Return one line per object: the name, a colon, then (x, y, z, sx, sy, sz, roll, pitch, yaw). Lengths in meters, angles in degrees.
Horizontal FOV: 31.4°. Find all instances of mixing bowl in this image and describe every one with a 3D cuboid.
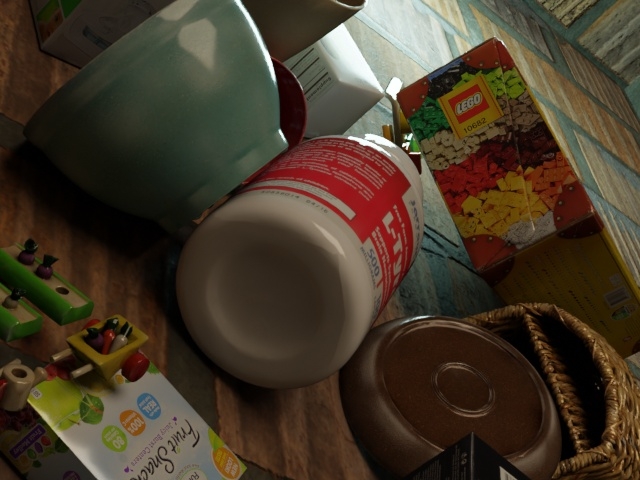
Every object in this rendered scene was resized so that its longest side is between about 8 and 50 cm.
mixing bowl: (-0.120, -0.177, 1.573, 0.181, 0.181, 0.098, 34, 2, -28)

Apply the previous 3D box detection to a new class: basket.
basket: (0.316, 0.225, 1.626, 0.223, 0.213, 0.299, 31, 32, -34)

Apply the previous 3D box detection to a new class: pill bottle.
pill bottle: (0.000, 0.000, 1.424, 0.229, 0.229, 0.407, 48, 27, -3)

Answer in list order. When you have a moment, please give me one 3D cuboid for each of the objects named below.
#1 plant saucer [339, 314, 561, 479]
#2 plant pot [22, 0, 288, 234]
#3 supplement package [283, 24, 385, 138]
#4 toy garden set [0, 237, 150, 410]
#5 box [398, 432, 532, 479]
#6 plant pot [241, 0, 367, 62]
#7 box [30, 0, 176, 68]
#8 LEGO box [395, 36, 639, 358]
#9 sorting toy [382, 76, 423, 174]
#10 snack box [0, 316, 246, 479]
plant saucer: (0.179, 0.204, 1.488, 0.311, 0.050, 0.310, 12, 41, -10)
plant pot: (-0.161, -0.131, 1.301, 0.196, 0.293, 0.293, 53, 26, -5)
supplement package: (-0.027, -0.300, 1.877, 0.139, 0.134, 0.244, 5, 50, -54)
toy garden set: (-0.284, 0.071, 1.002, 0.204, 0.049, 0.244, 34, 26, 22)
box: (0.173, 0.332, 1.332, 0.156, 0.158, 0.093, 40, 29, -19)
plant pot: (-0.117, -0.336, 1.634, 0.256, 0.274, 0.256, 36, 30, -24)
box: (-0.275, -0.390, 1.515, 0.127, 0.231, 0.262, 20, 39, -44)
LEGO box: (0.356, -0.033, 1.891, 0.500, 0.193, 0.372, 45, 20, -52)
sorting toy: (0.152, -0.176, 1.961, 0.347, 0.047, 0.196, -64, 145, -71)
snack box: (-0.187, 0.195, 1.068, 0.207, 0.070, 0.174, 49, 26, -3)
